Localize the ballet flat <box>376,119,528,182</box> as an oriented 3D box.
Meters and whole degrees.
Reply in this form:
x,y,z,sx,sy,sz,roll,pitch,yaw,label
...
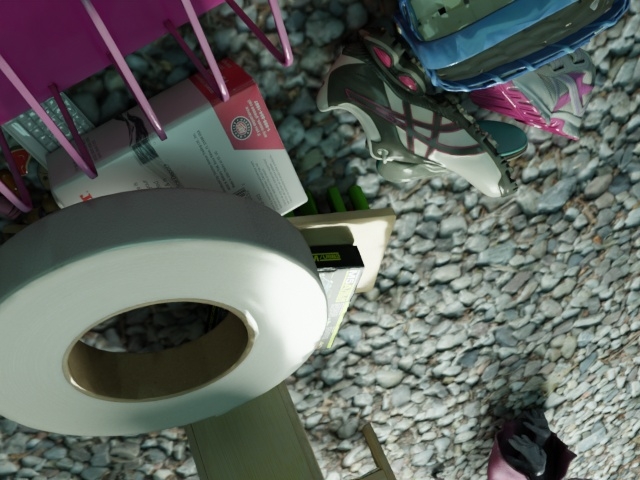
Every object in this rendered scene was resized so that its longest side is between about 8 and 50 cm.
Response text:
x,y,z,sx,sy,sz,roll,pitch,yaw,label
0.174,-0.118,0.917,0.213,0.072,0.068,-7,152,-16,ballet flat

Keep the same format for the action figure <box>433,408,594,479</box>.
x,y,z,sx,sy,sz,roll,pitch,yaw,label
0.385,0.530,1.322,0.248,0.276,0.370,4,107,-31,action figure

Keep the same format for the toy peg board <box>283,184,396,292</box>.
x,y,z,sx,sy,sz,roll,pitch,yaw,label
0.000,0.000,0.924,0.161,0.079,0.161,-6,140,-16,toy peg board

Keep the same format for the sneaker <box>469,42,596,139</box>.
x,y,z,sx,sy,sz,roll,pitch,yaw,label
0.272,-0.202,0.849,0.252,0.103,0.111,-1,113,-56,sneaker

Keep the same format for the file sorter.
x,y,z,sx,sy,sz,roll,pitch,yaw,label
-0.196,-0.189,0.584,0.290,0.182,0.202,-32,147,-7,file sorter

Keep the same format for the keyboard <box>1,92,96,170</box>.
x,y,z,sx,sy,sz,roll,pitch,yaw,label
-0.273,-0.095,0.768,0.072,0.014,0.256,-42,129,-7,keyboard

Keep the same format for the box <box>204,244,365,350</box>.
x,y,z,sx,sy,sz,roll,pitch,yaw,label
-0.053,0.086,0.906,0.184,0.045,0.191,-5,139,-21,box

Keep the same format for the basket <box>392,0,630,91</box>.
x,y,z,sx,sy,sz,roll,pitch,yaw,label
0.183,-0.257,0.660,0.254,0.289,0.201,-25,119,4,basket

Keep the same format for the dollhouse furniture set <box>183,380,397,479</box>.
x,y,z,sx,sy,sz,roll,pitch,yaw,label
-0.077,0.376,1.095,0.362,0.256,0.394,-23,149,-5,dollhouse furniture set

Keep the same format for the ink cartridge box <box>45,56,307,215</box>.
x,y,z,sx,sy,sz,roll,pitch,yaw,label
-0.159,-0.069,0.772,0.237,0.100,0.172,-31,129,-8,ink cartridge box

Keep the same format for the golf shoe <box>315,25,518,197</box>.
x,y,z,sx,sy,sz,roll,pitch,yaw,label
0.121,-0.132,0.828,0.273,0.105,0.120,41,104,-12,golf shoe

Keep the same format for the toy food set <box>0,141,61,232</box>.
x,y,z,sx,sy,sz,roll,pitch,yaw,label
-0.334,-0.056,0.775,0.078,0.019,0.122,0,122,-22,toy food set

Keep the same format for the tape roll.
x,y,z,sx,sy,sz,roll,pitch,yaw,label
-0.182,0.100,0.765,0.392,0.072,0.392,-13,142,-10,tape roll
